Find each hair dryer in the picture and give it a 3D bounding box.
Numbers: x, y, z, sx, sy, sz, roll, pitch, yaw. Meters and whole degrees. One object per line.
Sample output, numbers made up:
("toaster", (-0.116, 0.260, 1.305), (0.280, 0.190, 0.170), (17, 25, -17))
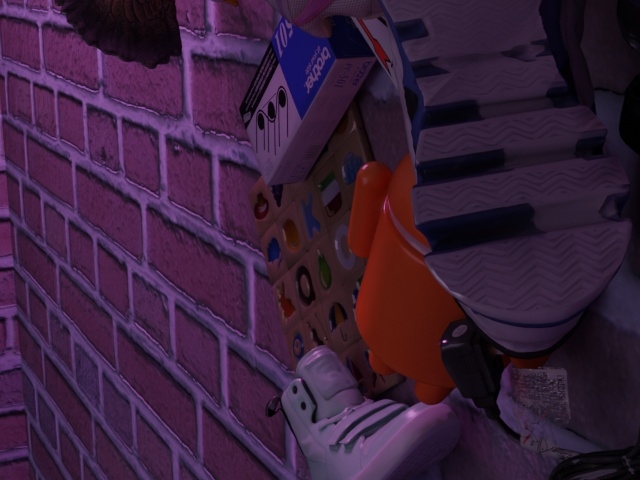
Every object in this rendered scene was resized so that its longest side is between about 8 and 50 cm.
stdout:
("hair dryer", (0.171, 0.197, 0.708), (0.224, 0.080, 0.293), (10, 119, 43))

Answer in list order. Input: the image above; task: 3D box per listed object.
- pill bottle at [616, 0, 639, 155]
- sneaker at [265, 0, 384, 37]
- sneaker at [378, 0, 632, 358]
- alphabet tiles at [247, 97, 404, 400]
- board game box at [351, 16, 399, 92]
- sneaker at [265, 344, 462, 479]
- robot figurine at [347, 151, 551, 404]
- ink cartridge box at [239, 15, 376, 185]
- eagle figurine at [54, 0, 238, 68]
("pill bottle", (0.208, -0.143, 0.525), (0.123, 0.123, 0.219), (48, 139, 51))
("sneaker", (0.043, -0.224, 0.792), (0.252, 0.111, 0.103), (-18, 38, 48))
("sneaker", (0.099, -0.067, 0.651), (0.182, 0.127, 0.315), (72, -165, -62))
("alphabet tiles", (0.000, 0.000, 1.138), (0.285, 0.011, 0.342), (-46, 56, 59))
("board game box", (0.082, -0.238, 0.861), (0.213, 0.046, 0.317), (108, 145, -43))
("sneaker", (0.027, 0.155, 1.003), (0.151, 0.094, 0.256), (62, 152, 15))
("robot figurine", (0.099, 0.016, 0.800), (0.158, 0.128, 0.219), (-113, 27, -46))
("ink cartridge box", (-0.017, -0.147, 1.066), (0.207, 0.046, 0.097), (-55, 49, 54))
("eagle figurine", (-0.167, -0.317, 1.204), (0.298, 0.225, 0.226), (-127, 43, -68))
